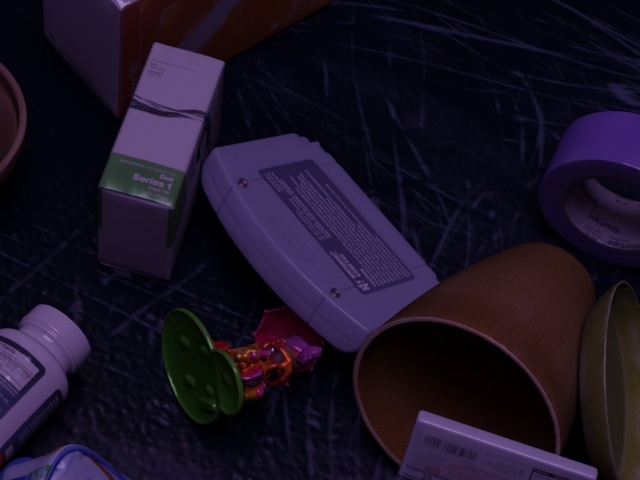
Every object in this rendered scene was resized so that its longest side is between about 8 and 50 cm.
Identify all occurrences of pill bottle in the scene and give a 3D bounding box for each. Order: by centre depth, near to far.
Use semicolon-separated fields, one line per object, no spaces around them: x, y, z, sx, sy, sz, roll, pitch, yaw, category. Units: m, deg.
-0.331;0.157;1.787;0.108;0.108;0.180;34;59;14;pill bottle

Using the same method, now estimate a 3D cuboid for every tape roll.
0.356;-0.058;1.970;0.189;0.189;0.080;23;57;8;tape roll

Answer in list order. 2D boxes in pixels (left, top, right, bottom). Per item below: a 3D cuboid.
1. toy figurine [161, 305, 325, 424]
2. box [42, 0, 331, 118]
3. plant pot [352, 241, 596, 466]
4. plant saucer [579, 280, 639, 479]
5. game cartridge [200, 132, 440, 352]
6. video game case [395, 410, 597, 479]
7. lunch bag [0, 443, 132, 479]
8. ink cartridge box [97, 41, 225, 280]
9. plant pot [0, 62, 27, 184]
-0.063;0.122;1.832;0.159;0.130;0.173;-15;16;-29;toy figurine
-0.155;-0.340;2.070;0.345;0.215;0.168;-32;67;-24;box
0.200;0.116;1.833;0.237;0.237;0.254;32;44;13;plant pot
0.317;0.164;1.812;0.037;0.241;0.241;-5;53;22;plant saucer
0.000;0.000;1.920;0.196;0.060;0.294;-11;54;-50;game cartridge
0.170;0.273;1.743;0.190;0.173;0.022;18;33;4;video game case
-0.246;0.352;1.603;0.243;0.115;0.303;41;48;-30;lunch bag
-0.183;-0.092;1.937;0.093;0.160;0.219;15;57;2;ink cartridge box
-0.456;-0.111;1.944;0.237;0.109;0.237;3;57;-5;plant pot
